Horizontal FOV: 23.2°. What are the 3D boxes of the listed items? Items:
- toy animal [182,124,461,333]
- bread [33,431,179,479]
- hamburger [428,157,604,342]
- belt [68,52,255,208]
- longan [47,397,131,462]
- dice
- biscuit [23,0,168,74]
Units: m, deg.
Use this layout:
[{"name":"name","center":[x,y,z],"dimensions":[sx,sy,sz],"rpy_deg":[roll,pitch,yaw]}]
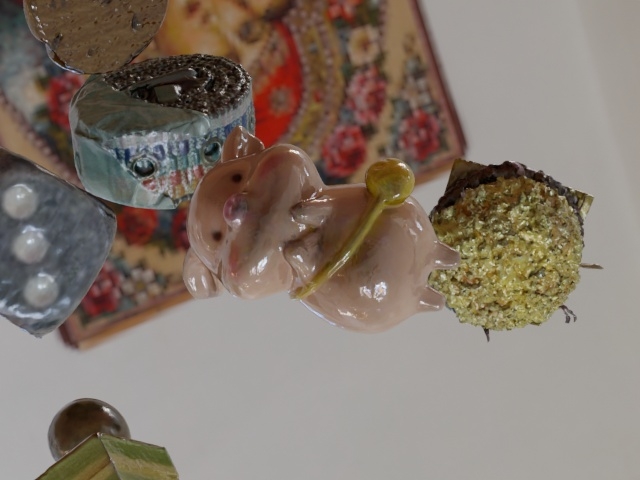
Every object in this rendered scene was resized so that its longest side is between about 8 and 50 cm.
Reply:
[{"name":"toy animal","center":[0.001,-0.002,1.403],"dimensions":[0.248,0.165,0.149],"rpy_deg":[20,166,11]},{"name":"bread","center":[-0.193,0.237,1.467],"dimensions":[0.084,0.074,0.139],"rpy_deg":[-38,157,11]},{"name":"hamburger","center":[0.250,0.020,2.056],"dimensions":[0.262,0.243,0.138],"rpy_deg":[9,-158,-16]},{"name":"belt","center":[-0.207,-0.143,2.040],"dimensions":[0.257,0.150,0.207],"rpy_deg":[-22,-142,-28]},{"name":"longan","center":[-0.280,0.244,1.911],"dimensions":[0.106,0.106,0.119],"rpy_deg":[-12,152,24]},{"name":"dice","center":[-0.367,-0.002,1.879],"dimensions":[0.183,0.182,0.181],"rpy_deg":[-59,-155,-4]},{"name":"biscuit","center":[-0.252,-0.291,1.771],"dimensions":[0.036,0.212,0.212],"rpy_deg":[16,-145,38]}]
